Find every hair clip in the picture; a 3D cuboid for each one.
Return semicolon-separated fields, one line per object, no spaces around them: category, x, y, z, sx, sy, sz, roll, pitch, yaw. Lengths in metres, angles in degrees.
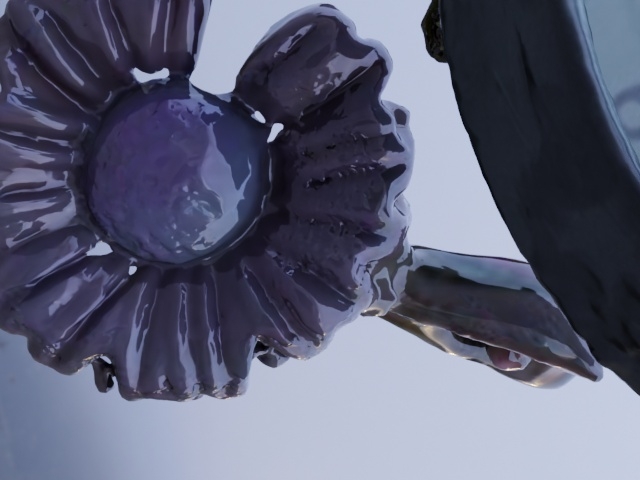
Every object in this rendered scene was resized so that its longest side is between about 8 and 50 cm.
hair clip;0.004;0.003;0.587;0.173;0.300;0.069;-65;-156;8

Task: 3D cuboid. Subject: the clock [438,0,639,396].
clock;0.195;-0.076;0.477;0.066;0.319;0.319;-34;-107;66

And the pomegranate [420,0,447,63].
pomegranate;0.131;-0.154;0.924;0.169;0.122;0.143;-35;112;-74
